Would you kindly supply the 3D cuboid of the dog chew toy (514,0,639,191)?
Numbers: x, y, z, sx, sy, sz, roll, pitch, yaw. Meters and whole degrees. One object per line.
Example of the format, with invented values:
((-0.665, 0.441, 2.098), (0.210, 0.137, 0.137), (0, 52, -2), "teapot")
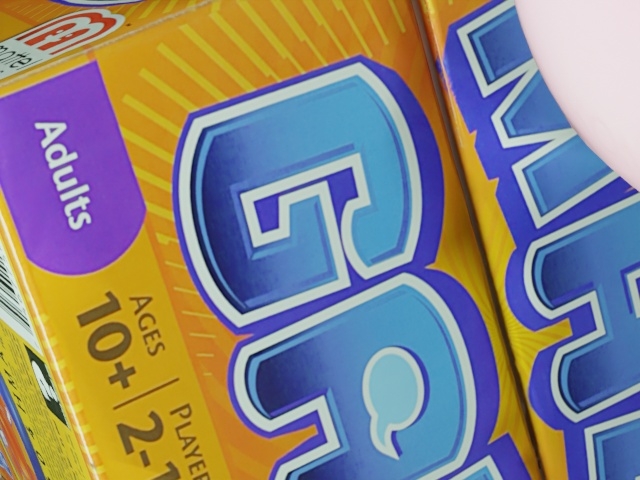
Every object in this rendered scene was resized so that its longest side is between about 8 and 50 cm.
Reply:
((0.182, -0.148, 0.443), (0.206, 0.206, 0.332), (47, 118, 42), "dog chew toy")

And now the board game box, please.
((0.000, 0.000, 0.930), (0.356, 0.356, 0.356), (28, 139, 61), "board game box")
